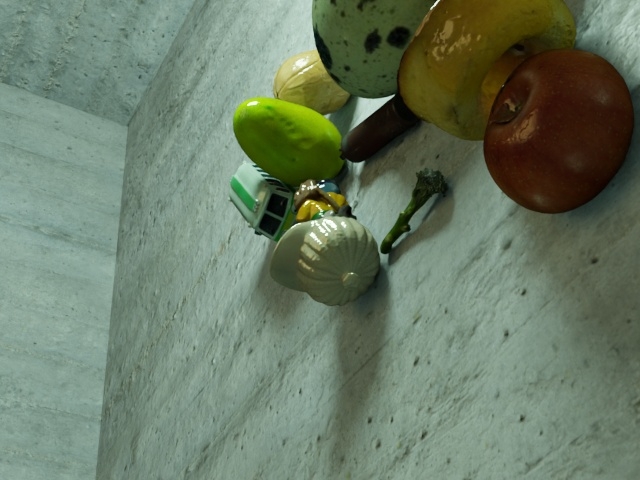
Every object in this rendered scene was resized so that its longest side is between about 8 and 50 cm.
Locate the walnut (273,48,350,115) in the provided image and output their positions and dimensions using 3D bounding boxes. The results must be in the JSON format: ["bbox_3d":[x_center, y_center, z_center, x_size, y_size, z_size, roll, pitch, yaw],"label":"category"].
[{"bbox_3d":[-0.017,-0.363,2.116,0.165,0.197,0.165,54,154,42],"label":"walnut"}]

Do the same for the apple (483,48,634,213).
[{"bbox_3d":[0.328,-0.160,1.283,0.210,0.173,0.235,-36,42,52],"label":"apple"}]

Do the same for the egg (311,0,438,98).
[{"bbox_3d":[0.122,-0.452,1.763,0.288,0.287,0.379,-105,32,-50],"label":"egg"}]

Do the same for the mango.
[{"bbox_3d":[-0.074,-0.220,2.040,0.185,0.272,0.149,127,160,-52],"label":"mango"}]

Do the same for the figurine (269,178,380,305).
[{"bbox_3d":[0.029,-0.009,1.834,0.332,0.204,0.185,-69,-31,-54],"label":"figurine"}]

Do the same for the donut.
[{"bbox_3d":[0.263,-0.271,1.374,0.110,0.302,0.303,50,122,31],"label":"donut"}]

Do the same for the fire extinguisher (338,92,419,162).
[{"bbox_3d":[0.113,-0.226,1.906,0.089,0.072,0.267,-45,7,-35],"label":"fire extinguisher"}]

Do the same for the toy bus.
[{"bbox_3d":[-0.114,-0.089,2.162,0.134,0.164,0.276,-68,24,12],"label":"toy bus"}]

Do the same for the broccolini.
[{"bbox_3d":[0.168,-0.055,1.700,0.216,0.067,0.058,122,157,-46],"label":"broccolini"}]
